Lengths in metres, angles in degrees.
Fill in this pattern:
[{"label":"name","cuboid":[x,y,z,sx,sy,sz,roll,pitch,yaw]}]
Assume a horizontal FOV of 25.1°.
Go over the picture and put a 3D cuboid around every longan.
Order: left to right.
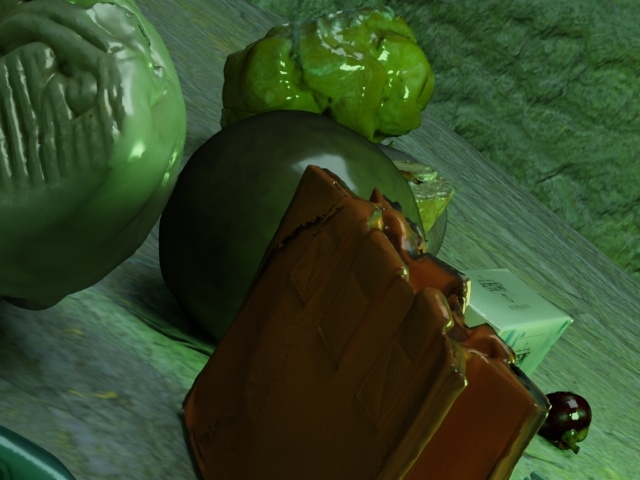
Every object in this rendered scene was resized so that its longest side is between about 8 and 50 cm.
[{"label":"longan","cuboid":[-0.032,-0.008,1.601,0.297,0.297,0.297,30,14,-9]}]

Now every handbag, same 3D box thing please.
[{"label":"handbag","cuboid":[0.020,0.136,1.218,0.116,0.303,0.410,23,16,-24]}]

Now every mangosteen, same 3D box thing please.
[{"label":"mangosteen","cuboid":[0.331,0.245,1.976,0.081,0.081,0.081,30,14,-9]}]

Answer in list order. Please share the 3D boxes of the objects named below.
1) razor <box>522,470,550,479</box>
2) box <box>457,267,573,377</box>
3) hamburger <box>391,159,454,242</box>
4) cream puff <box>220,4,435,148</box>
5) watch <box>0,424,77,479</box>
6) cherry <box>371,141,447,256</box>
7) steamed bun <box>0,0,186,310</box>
[{"label":"razor","cuboid":[0.290,0.309,1.551,0.106,0.068,0.232,36,7,32]},{"label":"box","cuboid":[0.158,0.143,1.683,0.116,0.203,0.274,39,15,21]},{"label":"hamburger","cuboid":[-0.001,0.002,1.848,0.330,0.209,0.162,2,21,-10]},{"label":"cream puff","cuboid":[0.016,-0.196,2.290,0.378,0.378,0.275,-1,70,-65]},{"label":"watch","cuboid":[-0.247,0.188,0.969,0.237,0.068,0.195,33,16,-14]},{"label":"cherry","cuboid":[0.069,-0.052,2.136,0.239,0.206,0.239,19,23,-8]},{"label":"steamed bun","cuboid":[-0.283,-0.096,1.332,0.394,0.346,0.237,12,-10,25]}]
